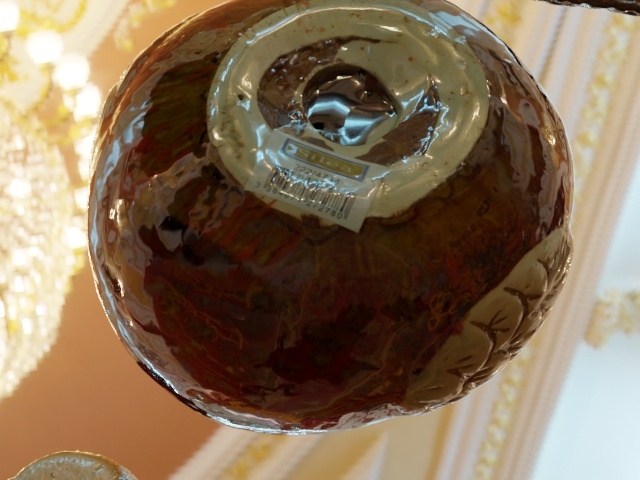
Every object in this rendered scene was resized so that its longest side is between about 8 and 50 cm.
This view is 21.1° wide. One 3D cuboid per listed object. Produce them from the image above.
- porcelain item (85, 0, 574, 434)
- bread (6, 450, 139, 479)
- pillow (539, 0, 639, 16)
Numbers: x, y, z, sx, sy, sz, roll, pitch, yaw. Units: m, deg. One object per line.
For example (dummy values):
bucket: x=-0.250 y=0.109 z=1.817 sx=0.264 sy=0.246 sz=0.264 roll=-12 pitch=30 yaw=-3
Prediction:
porcelain item: x=0.000 y=0.000 z=0.869 sx=0.253 sy=0.253 sz=0.253 roll=-10 pitch=-45 yaw=-10
bread: x=-0.240 y=0.273 z=1.448 sx=0.236 sy=0.236 sz=0.070 roll=-29 pitch=-67 yaw=9
pillow: x=0.132 y=-0.208 z=1.117 sx=0.189 sy=0.255 sz=0.034 roll=9 pitch=-61 yaw=-26
